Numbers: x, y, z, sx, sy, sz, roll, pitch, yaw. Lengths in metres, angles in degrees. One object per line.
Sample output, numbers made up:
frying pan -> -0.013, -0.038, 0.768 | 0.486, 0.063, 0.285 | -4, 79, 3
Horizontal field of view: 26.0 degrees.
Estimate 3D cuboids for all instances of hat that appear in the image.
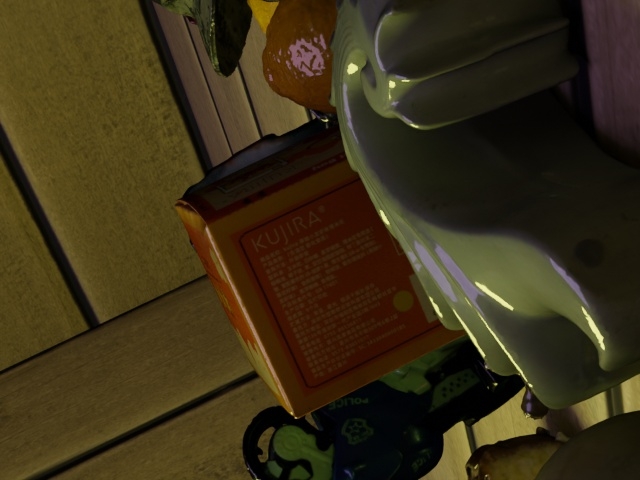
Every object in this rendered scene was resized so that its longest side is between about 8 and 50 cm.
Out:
hat -> -0.138, -0.315, 1.519 | 0.265, 0.128, 0.266 | 13, -90, -88

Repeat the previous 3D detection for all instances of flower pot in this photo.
flower pot -> 0.132, -0.051, 1.020 | 0.254, 0.164, 0.368 | 97, 149, -65

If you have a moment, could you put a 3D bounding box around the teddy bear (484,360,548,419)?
teddy bear -> 0.210, 0.106, 1.312 | 0.160, 0.077, 0.119 | -124, 45, -78

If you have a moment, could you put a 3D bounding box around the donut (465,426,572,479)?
donut -> 0.274, 0.377, 1.497 | 0.345, 0.136, 0.259 | 62, 173, 21

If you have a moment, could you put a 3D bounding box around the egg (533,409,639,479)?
egg -> 0.261, 0.249, 0.923 | 0.295, 0.218, 0.218 | 47, 166, 21

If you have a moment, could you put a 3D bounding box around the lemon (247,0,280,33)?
lemon -> -0.028, -0.284, 1.496 | 0.114, 0.114, 0.155 | -125, 24, -50

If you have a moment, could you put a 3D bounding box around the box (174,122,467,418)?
box -> 0.033, -0.003, 1.344 | 0.214, 0.283, 0.259 | 67, 171, -11

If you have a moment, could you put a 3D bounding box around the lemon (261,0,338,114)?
lemon -> 0.023, -0.187, 1.300 | 0.142, 0.187, 0.142 | 27, -124, -48

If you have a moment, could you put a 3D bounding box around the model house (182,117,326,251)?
model house -> 0.000, 0.000, 1.834 | 0.291, 0.253, 0.184 | 50, -165, -35

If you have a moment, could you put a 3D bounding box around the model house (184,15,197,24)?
model house -> -0.146, -0.427, 1.664 | 0.254, 0.160, 0.196 | 79, 165, -49

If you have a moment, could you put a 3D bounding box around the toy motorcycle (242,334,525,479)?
toy motorcycle -> 0.082, 0.200, 1.501 | 0.196, 0.331, 0.125 | 51, 152, 16

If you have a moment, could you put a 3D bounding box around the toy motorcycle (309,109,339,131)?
toy motorcycle -> 0.049, -0.104, 1.587 | 0.270, 0.106, 0.159 | 60, 165, 6
